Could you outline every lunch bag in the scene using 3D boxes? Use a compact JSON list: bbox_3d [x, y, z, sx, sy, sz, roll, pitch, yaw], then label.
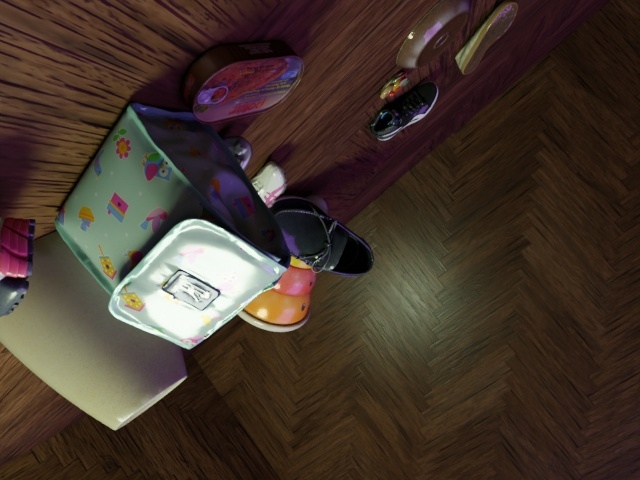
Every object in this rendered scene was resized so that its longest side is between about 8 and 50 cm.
[{"bbox_3d":[-0.185,-0.005,0.532,0.223,0.262,0.160,-40,173,24],"label":"lunch bag"}]

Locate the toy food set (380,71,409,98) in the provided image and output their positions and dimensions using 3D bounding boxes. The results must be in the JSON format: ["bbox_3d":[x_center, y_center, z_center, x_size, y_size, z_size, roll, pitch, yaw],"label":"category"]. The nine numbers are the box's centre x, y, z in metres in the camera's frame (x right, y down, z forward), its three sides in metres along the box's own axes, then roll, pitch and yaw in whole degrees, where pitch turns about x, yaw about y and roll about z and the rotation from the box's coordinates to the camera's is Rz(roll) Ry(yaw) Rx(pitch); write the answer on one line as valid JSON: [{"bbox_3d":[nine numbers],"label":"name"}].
[{"bbox_3d":[0.182,-0.380,0.985,0.082,0.020,0.083,-42,172,26],"label":"toy food set"}]

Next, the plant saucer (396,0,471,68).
[{"bbox_3d":[0.253,-0.445,0.872,0.198,0.036,0.198,-38,173,-6],"label":"plant saucer"}]

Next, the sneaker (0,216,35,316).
[{"bbox_3d":[-0.422,0.059,0.445,0.112,0.121,0.299,16,133,-45],"label":"sneaker"}]

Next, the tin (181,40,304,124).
[{"bbox_3d":[-0.101,-0.215,0.545,0.189,0.040,0.106,-32,167,-43],"label":"tin"}]

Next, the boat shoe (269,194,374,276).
[{"bbox_3d":[0.000,0.000,1.239,0.500,0.156,0.187,26,91,-47],"label":"boat shoe"}]

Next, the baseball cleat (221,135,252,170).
[{"bbox_3d":[-0.190,-0.110,0.702,0.206,0.072,0.109,-36,-172,18],"label":"baseball cleat"}]

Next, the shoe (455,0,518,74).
[{"bbox_3d":[0.437,-0.552,1.081,0.076,0.058,0.219,-13,159,-24],"label":"shoe"}]

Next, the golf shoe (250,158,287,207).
[{"bbox_3d":[-0.134,-0.112,0.911,0.086,0.067,0.186,-32,171,-33],"label":"golf shoe"}]

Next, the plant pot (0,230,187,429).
[{"bbox_3d":[-0.351,0.152,0.655,0.256,0.274,0.256,-37,174,-5],"label":"plant pot"}]

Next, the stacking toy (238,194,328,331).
[{"bbox_3d":[-0.111,0.052,1.424,0.350,0.350,0.480,-26,150,-60],"label":"stacking toy"}]

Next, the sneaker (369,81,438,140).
[{"bbox_3d":[0.235,-0.363,1.125,0.217,0.079,0.121,-39,175,21],"label":"sneaker"}]
